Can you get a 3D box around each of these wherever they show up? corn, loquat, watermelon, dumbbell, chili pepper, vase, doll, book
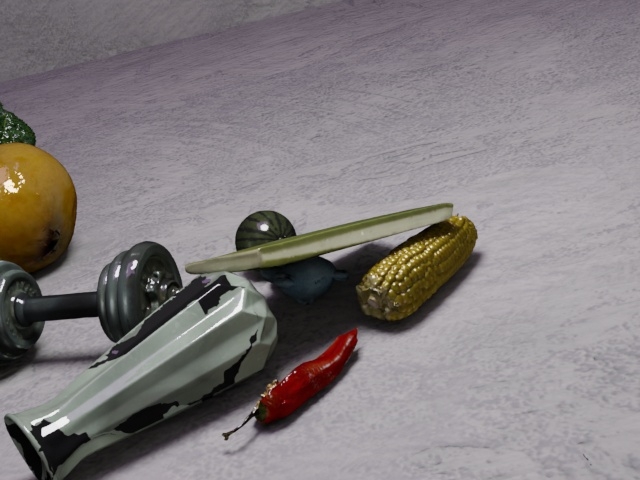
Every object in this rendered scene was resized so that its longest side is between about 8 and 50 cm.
[{"bbox_3d":[0.150,0.036,1.569,0.091,0.091,0.260,36,44,16],"label":"corn"},{"bbox_3d":[-0.587,-0.060,1.970,0.263,0.263,0.263,-11,24,5],"label":"loquat"},{"bbox_3d":[-0.085,0.001,1.742,0.105,0.105,0.133,-25,9,-24],"label":"watermelon"},{"bbox_3d":[-0.382,0.100,1.598,0.406,0.179,0.179,-6,25,18],"label":"dumbbell"},{"bbox_3d":[-0.026,0.188,1.381,0.050,0.059,0.268,44,47,17],"label":"chili pepper"},{"bbox_3d":[-0.228,0.178,1.384,0.360,0.165,0.165,-32,29,-29],"label":"vase"},{"bbox_3d":[-0.035,0.066,1.637,0.120,0.075,0.180,-8,-4,-21],"label":"doll"},{"bbox_3d":[0.000,0.000,1.580,0.352,0.035,0.239,-14,3,-33],"label":"book"}]

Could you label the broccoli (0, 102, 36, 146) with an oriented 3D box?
[{"bbox_3d":[-0.830,-0.200,2.440,0.321,0.303,0.283,-24,-5,-29],"label":"broccoli"}]
